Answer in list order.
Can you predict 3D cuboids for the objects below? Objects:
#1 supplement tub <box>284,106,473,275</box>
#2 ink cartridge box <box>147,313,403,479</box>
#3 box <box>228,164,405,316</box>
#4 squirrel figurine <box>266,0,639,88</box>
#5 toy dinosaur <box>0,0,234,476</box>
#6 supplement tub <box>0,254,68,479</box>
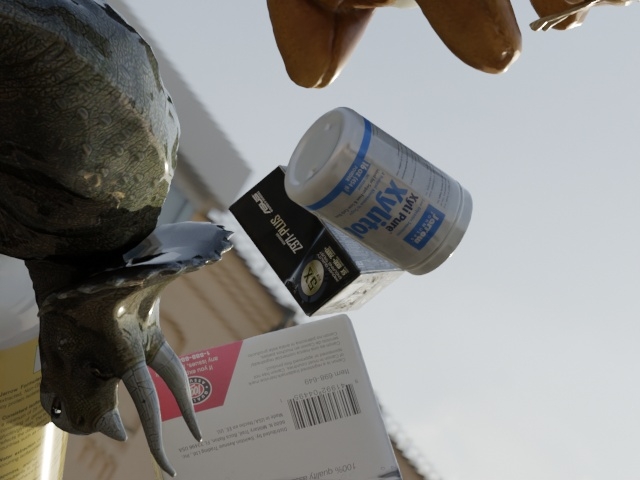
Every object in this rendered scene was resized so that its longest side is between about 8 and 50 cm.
[{"bbox_3d":[0.037,-0.031,0.937,0.107,0.071,0.071,31,-27,-24],"label":"supplement tub"},{"bbox_3d":[-0.025,0.180,0.994,0.158,0.218,0.092,-14,-24,-9],"label":"ink cartridge box"},{"bbox_3d":[0.000,0.000,1.589,0.147,0.077,0.180,53,15,11],"label":"box"},{"bbox_3d":[0.125,-0.333,1.173,0.370,0.281,0.397,10,-62,61],"label":"squirrel figurine"},{"bbox_3d":[-0.108,-0.051,0.538,0.160,0.121,0.313,20,-32,13],"label":"toy dinosaur"},{"bbox_3d":[-0.277,0.069,0.960,0.241,0.241,0.331,20,-61,14],"label":"supplement tub"}]
